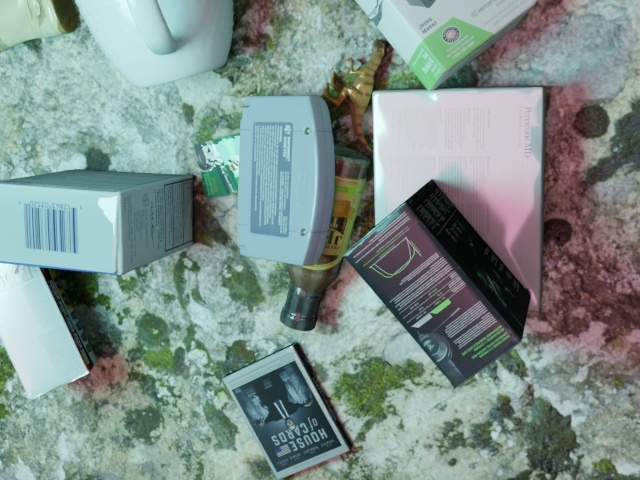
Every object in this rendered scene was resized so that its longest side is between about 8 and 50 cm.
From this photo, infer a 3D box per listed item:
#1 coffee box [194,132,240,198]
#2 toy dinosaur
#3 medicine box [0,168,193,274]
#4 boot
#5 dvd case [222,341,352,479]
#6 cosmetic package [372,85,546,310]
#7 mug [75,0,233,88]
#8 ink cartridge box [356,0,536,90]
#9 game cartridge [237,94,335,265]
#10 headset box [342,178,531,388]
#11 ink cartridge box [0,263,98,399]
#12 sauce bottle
[{"bbox_3d":[-0.141,-0.151,1.629,0.184,0.040,0.113,-10,97,19],"label":"coffee box"},{"bbox_3d":[0.064,-0.253,1.529,0.112,0.064,0.211,14,106,14],"label":"toy dinosaur"},{"bbox_3d":[-0.416,-0.045,1.609,0.263,0.289,0.149,5,101,17],"label":"medicine box"},{"bbox_3d":[-0.602,-0.510,1.678,0.203,0.095,0.262,-11,102,21],"label":"boot"},{"bbox_3d":[-0.068,0.343,1.719,0.179,0.029,0.238,-28,91,22],"label":"dvd case"},{"bbox_3d":[0.241,-0.075,1.491,0.284,0.097,0.377,3,103,19],"label":"cosmetic package"},{"bbox_3d":[-0.287,-0.430,1.444,0.276,0.374,0.328,-15,107,0],"label":"mug"},{"bbox_3d":[0.177,-0.415,1.390,0.198,0.115,0.273,-38,88,-9],"label":"ink cartridge box"},{"bbox_3d":[-0.063,-0.108,1.518,0.196,0.060,0.294,9,99,44],"label":"game cartridge"},{"bbox_3d":[0.200,0.065,1.356,0.131,0.246,0.283,-41,89,21],"label":"headset box"},{"bbox_3d":[-0.583,0.142,1.766,0.130,0.272,0.309,-25,94,-10],"label":"ink cartridge box"},{"bbox_3d":[0.000,0.000,1.580,0.111,0.111,0.344,17,107,14],"label":"sauce bottle"}]
